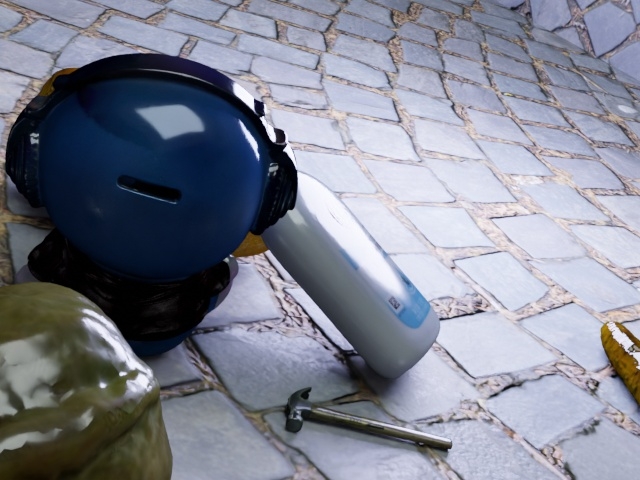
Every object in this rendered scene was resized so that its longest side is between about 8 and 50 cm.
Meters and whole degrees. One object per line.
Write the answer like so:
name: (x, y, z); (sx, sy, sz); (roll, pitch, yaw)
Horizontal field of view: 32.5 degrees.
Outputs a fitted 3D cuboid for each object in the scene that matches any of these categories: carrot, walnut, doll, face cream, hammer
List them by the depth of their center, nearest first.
walnut: (-0.246, 0.158, 0.787); (0.283, 0.227, 0.283); (-20, 7, 2)
doll: (-0.173, -0.041, 1.105); (0.284, 0.310, 0.240); (14, 29, -10)
hammer: (0.050, 0.190, 1.138); (0.182, 0.017, 0.062); (15, 28, -11)
face cream: (0.000, 0.000, 1.236); (0.336, 0.080, 0.163); (50, 21, 0)
carrot: (0.407, 0.188, 1.324); (0.066, 0.066, 0.314); (10, 25, -17)

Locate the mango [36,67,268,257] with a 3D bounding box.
mango: (-0.191, -0.088, 1.322); (0.350, 0.201, 0.199); (21, 56, -13)
